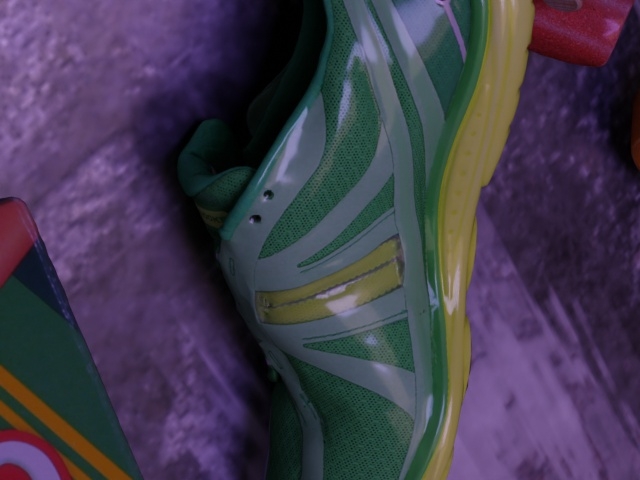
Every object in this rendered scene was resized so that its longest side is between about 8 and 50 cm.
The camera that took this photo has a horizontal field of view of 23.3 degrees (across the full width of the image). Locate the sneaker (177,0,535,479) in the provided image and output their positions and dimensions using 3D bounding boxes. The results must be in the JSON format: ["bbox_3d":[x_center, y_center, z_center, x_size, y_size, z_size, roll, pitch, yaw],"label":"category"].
[{"bbox_3d":[0.000,0.000,0.619,0.123,0.109,0.295,4,104,-15],"label":"sneaker"}]

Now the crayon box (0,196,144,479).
[{"bbox_3d":[-0.127,0.165,0.463,0.202,0.081,0.318,-20,81,-32],"label":"crayon box"}]

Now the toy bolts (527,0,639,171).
[{"bbox_3d":[0.186,-0.132,0.689,0.228,0.218,0.158,25,72,-6],"label":"toy bolts"}]
